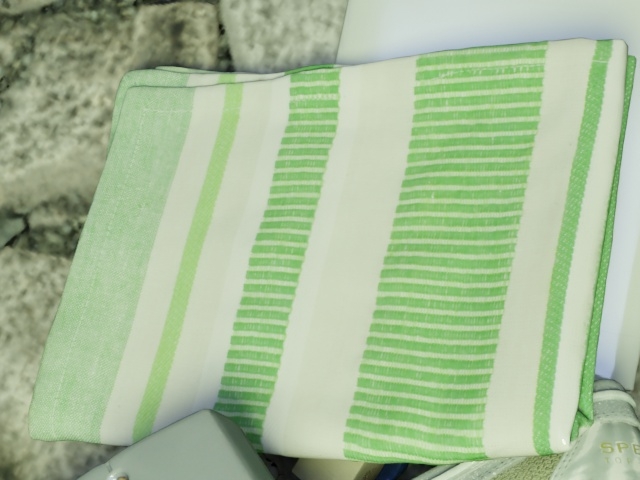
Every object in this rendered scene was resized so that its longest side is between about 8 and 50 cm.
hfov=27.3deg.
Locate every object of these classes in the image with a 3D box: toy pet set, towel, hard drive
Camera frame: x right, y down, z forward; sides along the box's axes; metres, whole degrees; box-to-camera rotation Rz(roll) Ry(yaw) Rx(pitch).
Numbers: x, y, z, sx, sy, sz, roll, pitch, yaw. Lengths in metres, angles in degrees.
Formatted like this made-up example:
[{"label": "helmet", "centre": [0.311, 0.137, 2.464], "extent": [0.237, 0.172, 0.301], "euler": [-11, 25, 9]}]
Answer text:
[{"label": "toy pet set", "centre": [0.000, 0.098, 0.782], "extent": [0.114, 0.065, 0.122], "euler": [39, 110, 23]}, {"label": "towel", "centre": [0.000, 0.000, 0.730], "extent": [0.325, 0.038, 0.248], "euler": [0, 64, 27]}, {"label": "hard drive", "centre": [0.112, -0.087, 0.799], "extent": [0.210, 0.040, 0.318], "euler": [11, 84, 11]}]

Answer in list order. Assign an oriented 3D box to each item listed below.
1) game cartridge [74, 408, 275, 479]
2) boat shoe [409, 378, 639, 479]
[{"label": "game cartridge", "centre": [-0.118, 0.226, 0.615], "extent": [0.294, 0.060, 0.196], "euler": [-42, 52, 4]}, {"label": "boat shoe", "centre": [0.041, 0.179, 0.714], "extent": [0.320, 0.118, 0.103], "euler": [-33, 45, 32]}]
